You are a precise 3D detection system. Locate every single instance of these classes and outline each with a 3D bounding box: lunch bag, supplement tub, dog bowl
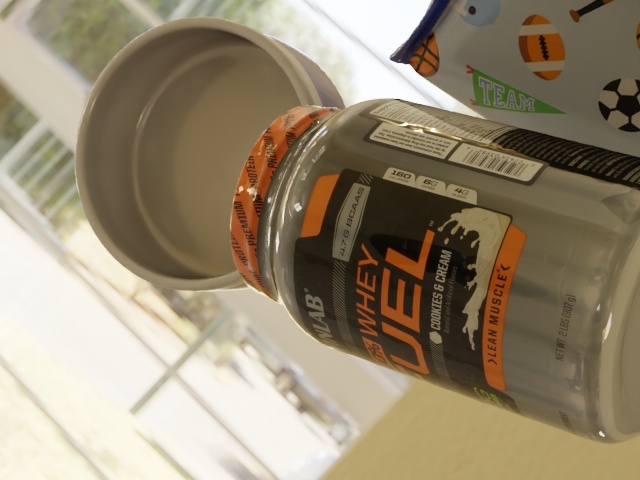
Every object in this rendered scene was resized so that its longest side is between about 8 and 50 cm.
[{"bbox_3d":[0.288,-0.213,1.200,0.328,0.239,0.385,36,-47,0],"label":"lunch bag"},{"bbox_3d":[0.103,0.009,1.110,0.316,0.193,0.193,17,-17,33],"label":"supplement tub"},{"bbox_3d":[-0.103,-0.082,1.540,0.265,0.265,0.104,43,15,19],"label":"dog bowl"}]
